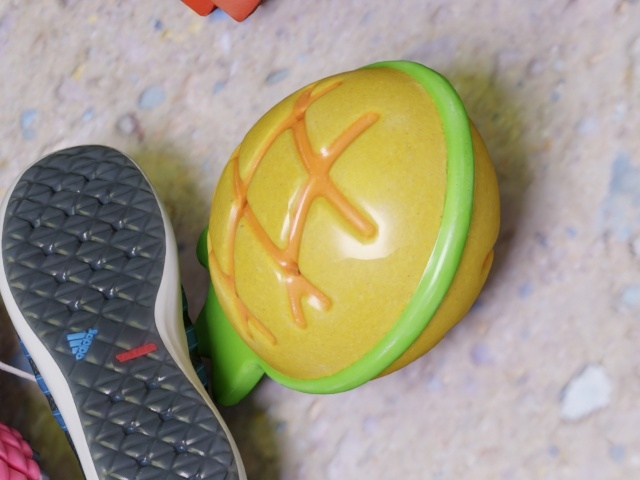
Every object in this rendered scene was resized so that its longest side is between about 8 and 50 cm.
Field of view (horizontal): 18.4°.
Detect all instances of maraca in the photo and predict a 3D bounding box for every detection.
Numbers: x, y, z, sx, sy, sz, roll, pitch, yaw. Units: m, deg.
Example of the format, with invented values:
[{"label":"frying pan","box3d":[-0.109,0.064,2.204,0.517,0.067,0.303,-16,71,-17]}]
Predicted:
[{"label":"maraca","box3d":[0.000,0.000,0.761,0.186,0.099,0.127,-25,53,53]}]

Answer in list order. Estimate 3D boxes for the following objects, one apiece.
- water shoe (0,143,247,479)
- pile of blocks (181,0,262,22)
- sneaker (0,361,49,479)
[{"label":"water shoe","box3d":[-0.083,0.054,0.789,0.073,0.080,0.203,-13,55,-10]},{"label":"pile of blocks","box3d":[-0.007,-0.155,0.852,0.362,0.149,0.112,12,117,46]},{"label":"sneaker","box3d":[-0.200,0.063,0.814,0.121,0.112,0.299,-60,27,4]}]
